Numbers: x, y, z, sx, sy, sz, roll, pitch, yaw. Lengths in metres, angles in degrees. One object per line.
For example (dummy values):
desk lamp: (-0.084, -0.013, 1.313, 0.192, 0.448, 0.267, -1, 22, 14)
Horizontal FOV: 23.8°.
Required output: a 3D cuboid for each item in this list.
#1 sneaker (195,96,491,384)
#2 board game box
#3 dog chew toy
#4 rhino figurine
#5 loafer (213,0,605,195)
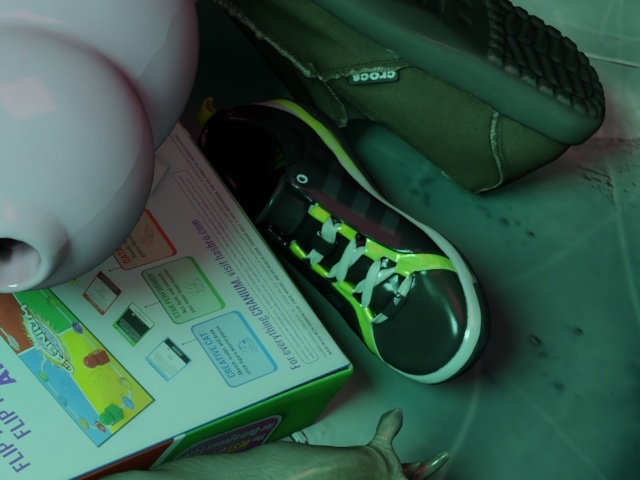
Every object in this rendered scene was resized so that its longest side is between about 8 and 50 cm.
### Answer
sneaker: (0.000, 0.000, 0.905, 0.097, 0.084, 0.235, 0, 40, -50)
board game box: (-0.173, 0.037, 0.804, 0.316, 0.064, 0.242, -18, 63, -38)
dog chew toy: (-0.149, -0.113, 0.755, 0.206, 0.207, 0.332, 9, 46, -18)
rhino figurine: (-0.031, 0.142, 0.771, 0.243, 0.106, 0.073, -11, 60, -30)
loafer: (0.004, -0.133, 0.976, 0.366, 0.130, 0.134, 31, 33, -8)
